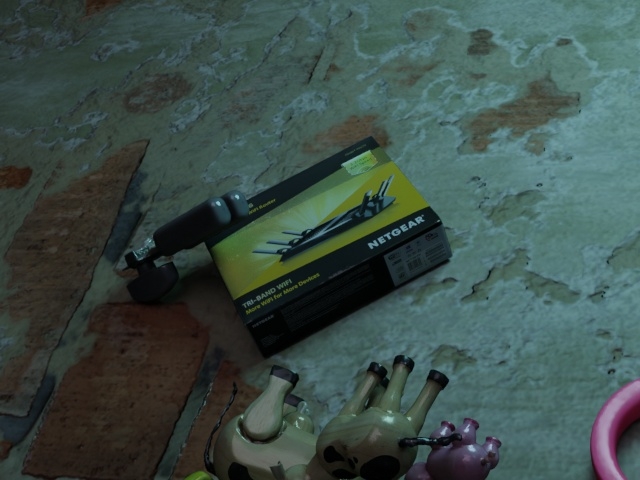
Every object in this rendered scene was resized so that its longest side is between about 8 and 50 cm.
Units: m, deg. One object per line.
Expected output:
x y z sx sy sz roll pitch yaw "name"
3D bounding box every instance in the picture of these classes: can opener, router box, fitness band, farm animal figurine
-0.200 0.007 1.422 0.074 0.093 0.280 -25 -4 -45 "can opener"
0.000 0.000 1.414 0.308 0.081 0.243 -28 42 -5 "router box"
0.435 0.231 1.019 0.290 0.054 0.209 2 48 24 "fitness band"
0.017 0.247 0.982 0.326 0.330 0.172 13 57 32 "farm animal figurine"

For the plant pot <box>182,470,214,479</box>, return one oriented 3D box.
-0.114 0.391 0.981 0.228 0.227 0.207 -41 39 -16 "plant pot"
